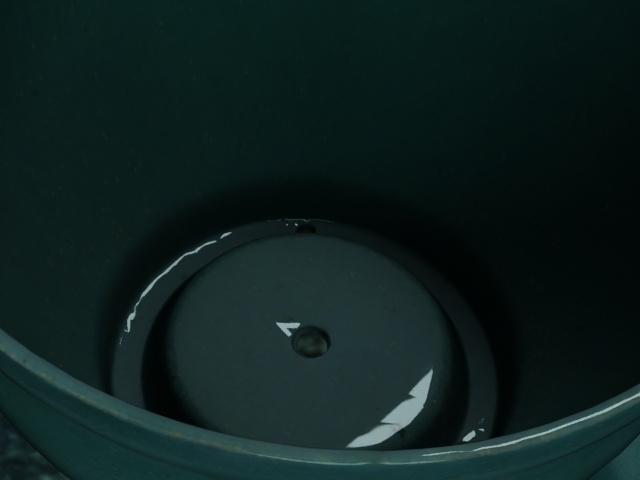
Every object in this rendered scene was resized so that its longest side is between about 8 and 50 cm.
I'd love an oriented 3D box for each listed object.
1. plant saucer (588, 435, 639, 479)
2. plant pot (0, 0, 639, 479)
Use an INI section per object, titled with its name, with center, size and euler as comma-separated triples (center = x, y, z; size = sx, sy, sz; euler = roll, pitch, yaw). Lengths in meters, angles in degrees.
[plant saucer]
center = 0.280, 0.068, 0.655
size = 0.318, 0.043, 0.317
euler = -3, 112, -6
[plant pot]
center = 0.000, 0.000, 0.483
size = 0.293, 0.293, 0.196
euler = -3, 142, -7
